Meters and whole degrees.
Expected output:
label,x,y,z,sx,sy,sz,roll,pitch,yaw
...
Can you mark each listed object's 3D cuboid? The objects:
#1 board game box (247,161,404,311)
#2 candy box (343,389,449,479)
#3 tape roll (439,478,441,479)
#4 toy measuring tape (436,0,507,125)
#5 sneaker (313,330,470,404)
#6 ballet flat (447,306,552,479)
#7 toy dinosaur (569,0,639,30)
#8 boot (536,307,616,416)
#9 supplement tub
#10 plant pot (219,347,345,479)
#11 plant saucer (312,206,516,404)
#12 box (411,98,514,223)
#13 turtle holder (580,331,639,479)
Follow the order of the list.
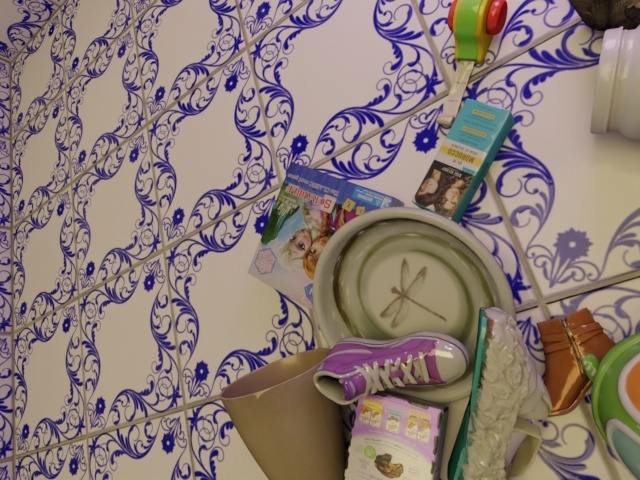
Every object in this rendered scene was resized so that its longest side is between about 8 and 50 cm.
label,x,y,z,sx,sy,sz,roll,pitch,yaw
board game box,0.000,0.000,1.042,0.318,0.065,0.318,24,94,33
candy box,0.141,0.394,0.796,0.164,0.070,0.197,6,79,29
tape roll,0.152,0.547,0.844,0.219,0.072,0.220,-6,79,31
toy measuring tape,0.310,-0.420,0.900,0.121,0.121,0.331,22,93,33
sneaker,0.119,0.246,0.764,0.281,0.161,0.102,-13,96,30
ballet flat,0.301,0.283,0.700,0.146,0.147,0.410,19,125,33
toy dinosaur,0.533,-0.419,0.752,0.313,0.160,0.121,22,91,40
boot,0.417,0.219,0.746,0.197,0.073,0.153,-27,66,17
supplement tub,0.588,-0.251,0.651,0.271,0.191,0.192,9,86,32
plant pot,-0.053,0.414,0.915,0.256,0.256,0.274,-21,87,27
plant saucer,0.178,0.124,0.848,0.399,0.100,0.402,9,108,28
box,0.299,-0.165,0.891,0.100,0.060,0.245,31,98,32
turtle holder,0.517,0.281,0.552,0.243,0.227,0.321,-8,100,12
